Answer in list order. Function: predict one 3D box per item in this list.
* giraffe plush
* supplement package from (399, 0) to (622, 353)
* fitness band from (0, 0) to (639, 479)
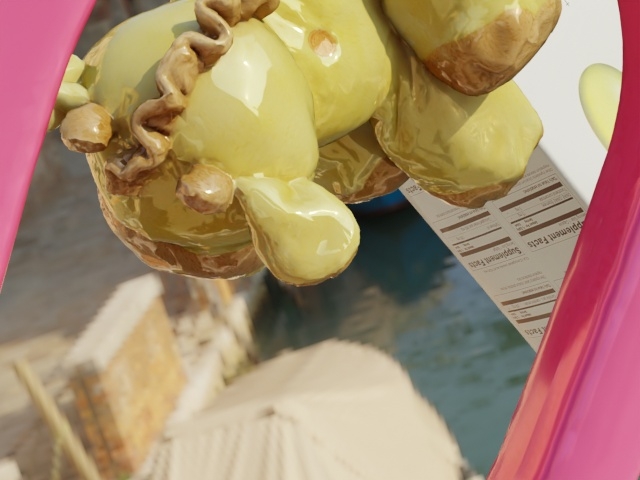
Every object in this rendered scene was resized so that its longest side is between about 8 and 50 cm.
[{"bbox_3d":[-0.021,-0.056,0.628,0.181,0.210,0.170,8,49,28],"label":"giraffe plush"},{"bbox_3d":[0.154,-0.075,0.928,0.194,0.203,0.149,-44,8,-24],"label":"supplement package"},{"bbox_3d":[0.000,0.000,0.450,0.209,0.290,0.054,17,9,-13],"label":"fitness band"}]
